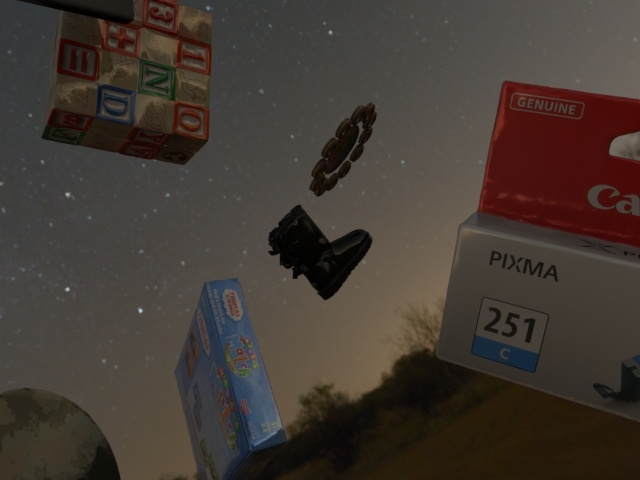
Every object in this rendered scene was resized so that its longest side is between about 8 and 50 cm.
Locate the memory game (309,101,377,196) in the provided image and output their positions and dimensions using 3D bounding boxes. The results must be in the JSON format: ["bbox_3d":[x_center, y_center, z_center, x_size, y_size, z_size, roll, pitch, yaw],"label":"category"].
[{"bbox_3d":[0.041,-0.152,1.090,0.186,0.012,0.186,-50,-14,-17],"label":"memory game"}]

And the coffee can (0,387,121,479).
[{"bbox_3d":[-0.370,0.286,0.635,0.276,0.201,0.202,-26,-12,22],"label":"coffee can"}]

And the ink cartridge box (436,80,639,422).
[{"bbox_3d":[0.266,0.018,0.539,0.066,0.297,0.261,-29,-51,-61],"label":"ink cartridge box"}]

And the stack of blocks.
[{"bbox_3d":[-0.225,-0.255,0.769,0.171,0.296,0.087,7,-18,-30],"label":"stack of blocks"}]

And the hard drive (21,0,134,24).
[{"bbox_3d":[-0.248,-0.270,0.621,0.022,0.094,0.135,-6,-2,43],"label":"hard drive"}]

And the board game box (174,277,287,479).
[{"bbox_3d":[-0.099,0.159,0.635,0.039,0.160,0.211,-7,-30,-25],"label":"board game box"}]

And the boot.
[{"bbox_3d":[0.000,0.000,0.746,0.045,0.099,0.121,-30,17,50],"label":"boot"}]
